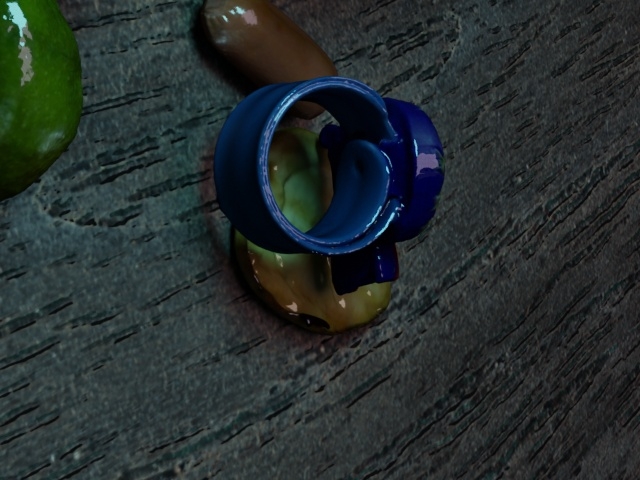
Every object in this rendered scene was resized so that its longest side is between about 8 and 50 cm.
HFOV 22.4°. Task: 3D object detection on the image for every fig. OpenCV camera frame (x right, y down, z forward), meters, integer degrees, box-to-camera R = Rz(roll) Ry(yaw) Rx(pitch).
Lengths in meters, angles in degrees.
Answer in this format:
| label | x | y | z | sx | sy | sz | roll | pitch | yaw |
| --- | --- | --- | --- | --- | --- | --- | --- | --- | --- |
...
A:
| label | x | y | z | sx | sy | sz | roll | pitch | yaw |
| --- | --- | --- | --- | --- | --- | --- | --- | --- | --- |
| fig | -0.269 | -0.125 | 1.244 | 0.235 | 0.203 | 0.203 | -25 | 106 | -83 |

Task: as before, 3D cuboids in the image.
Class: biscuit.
| label | x | y | z | sx | sy | sz | roll | pitch | yaw |
| --- | --- | --- | --- | --- | --- | --- | --- | --- | --- |
| biscuit | -0.005 | 0.001 | 1.654 | 0.260 | 0.041 | 0.203 | 41 | 50 | -42 |

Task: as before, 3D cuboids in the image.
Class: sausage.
| label | x | y | z | sx | sy | sz | roll | pitch | yaw |
| --- | --- | --- | --- | --- | --- | --- | --- | --- | --- |
| sausage | -0.049 | -0.187 | 1.599 | 0.194 | 0.077 | 0.077 | 39 | 54 | -44 |

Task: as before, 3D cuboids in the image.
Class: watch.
| label | x | y | z | sx | sy | sz | roll | pitch | yaw |
| --- | --- | --- | --- | --- | --- | --- | --- | --- | --- |
| watch | 0.002 | -0.058 | 1.535 | 0.200 | 0.171 | 0.196 | 4 | 79 | -32 |
